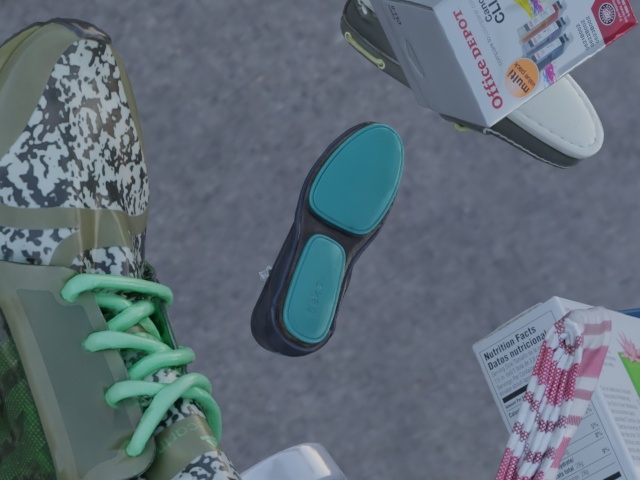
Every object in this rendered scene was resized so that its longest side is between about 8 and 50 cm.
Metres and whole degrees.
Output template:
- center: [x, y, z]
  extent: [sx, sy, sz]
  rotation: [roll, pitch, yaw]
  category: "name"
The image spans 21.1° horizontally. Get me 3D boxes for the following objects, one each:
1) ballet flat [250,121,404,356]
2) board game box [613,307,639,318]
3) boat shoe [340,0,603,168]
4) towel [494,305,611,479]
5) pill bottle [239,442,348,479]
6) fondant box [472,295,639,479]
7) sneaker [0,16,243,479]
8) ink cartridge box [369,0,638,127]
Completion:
- center: [0.000, 0.000, 1.272]
  extent: [0.074, 0.074, 0.203]
  rotation: [36, 59, -21]
  category: "ballet flat"
- center: [0.367, 0.240, 1.841]
  extent: [0.079, 0.254, 0.336]
  rotation: [20, 66, -51]
  category: "board game box"
- center: [0.154, -0.171, 1.780]
  extent: [0.305, 0.091, 0.109]
  rotation: [38, 45, 5]
  category: "boat shoe"
- center: [0.103, 0.126, 0.836]
  extent: [0.029, 0.197, 0.144]
  rotation: [20, 6, 13]
  category: "towel"
- center: [0.021, 0.318, 1.408]
  extent: [0.160, 0.160, 0.283]
  rotation: [-12, 60, -43]
  category: "pill bottle"
- center: [0.283, 0.222, 1.462]
  extent: [0.238, 0.096, 0.330]
  rotation: [14, 49, -53]
  category: "fondant box"
- center: [-0.097, 0.091, 0.865]
  extent: [0.158, 0.182, 0.410]
  rotation: [2, 87, -56]
  category: "sneaker"
- center: [0.158, -0.203, 1.513]
  extent: [0.176, 0.127, 0.128]
  rotation: [-35, 116, -13]
  category: "ink cartridge box"
